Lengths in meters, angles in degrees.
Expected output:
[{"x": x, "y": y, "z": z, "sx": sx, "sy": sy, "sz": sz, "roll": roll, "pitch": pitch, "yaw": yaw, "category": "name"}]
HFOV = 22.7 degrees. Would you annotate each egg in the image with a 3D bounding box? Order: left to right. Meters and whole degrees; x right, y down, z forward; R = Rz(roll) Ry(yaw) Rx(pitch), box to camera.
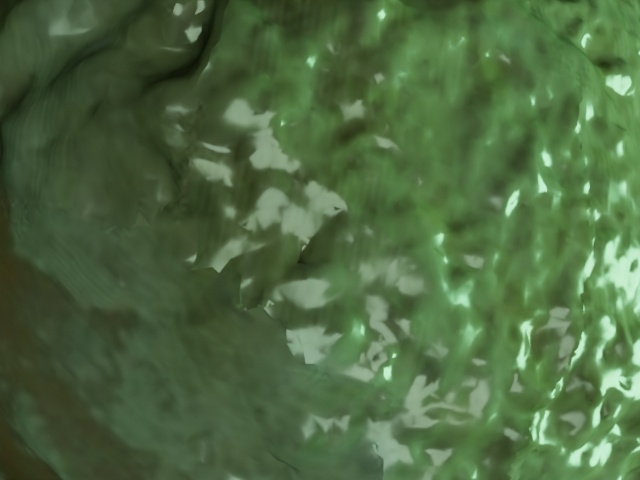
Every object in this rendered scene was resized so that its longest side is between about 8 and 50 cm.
[{"x": 0.000, "y": 0.000, "z": 0.529, "sx": 0.310, "sy": 0.279, "sz": 0.279, "roll": 22, "pitch": 102, "yaw": -20, "category": "egg"}]
